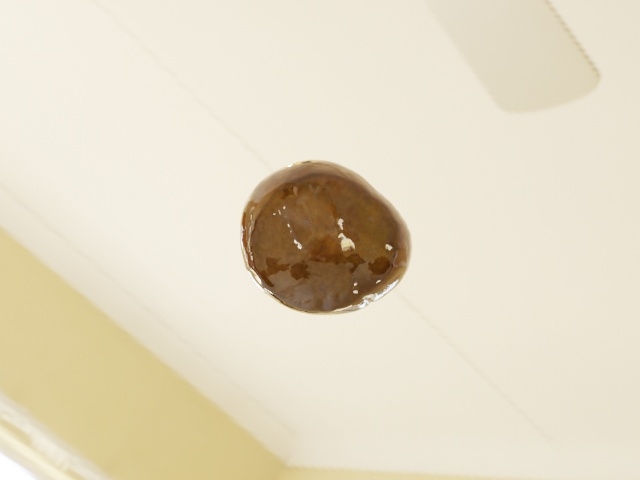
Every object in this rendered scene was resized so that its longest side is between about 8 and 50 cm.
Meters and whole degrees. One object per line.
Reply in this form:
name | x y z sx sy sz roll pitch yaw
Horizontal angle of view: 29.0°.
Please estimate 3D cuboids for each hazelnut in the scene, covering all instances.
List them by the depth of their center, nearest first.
hazelnut | 0.000 0.000 0.611 0.086 0.086 0.086 23 -27 13
